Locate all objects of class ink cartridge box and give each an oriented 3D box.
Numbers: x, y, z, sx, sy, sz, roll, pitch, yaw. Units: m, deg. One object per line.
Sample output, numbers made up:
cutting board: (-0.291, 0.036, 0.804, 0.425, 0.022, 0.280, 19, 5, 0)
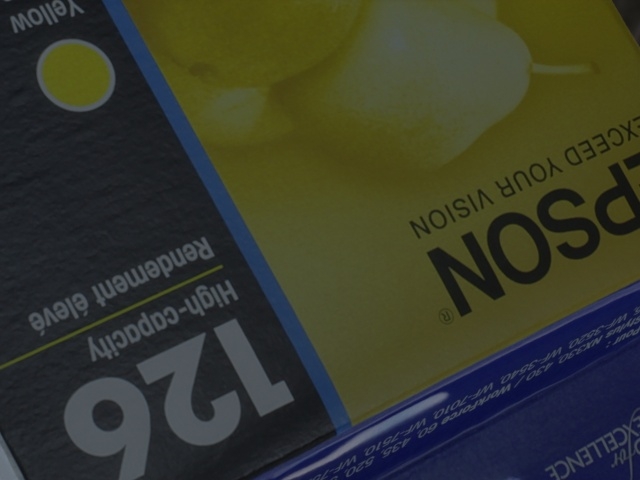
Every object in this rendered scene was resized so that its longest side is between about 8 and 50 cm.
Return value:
ink cartridge box: (0.000, 0.000, 0.712, 0.307, 0.303, 0.072, 59, 151, 11)
